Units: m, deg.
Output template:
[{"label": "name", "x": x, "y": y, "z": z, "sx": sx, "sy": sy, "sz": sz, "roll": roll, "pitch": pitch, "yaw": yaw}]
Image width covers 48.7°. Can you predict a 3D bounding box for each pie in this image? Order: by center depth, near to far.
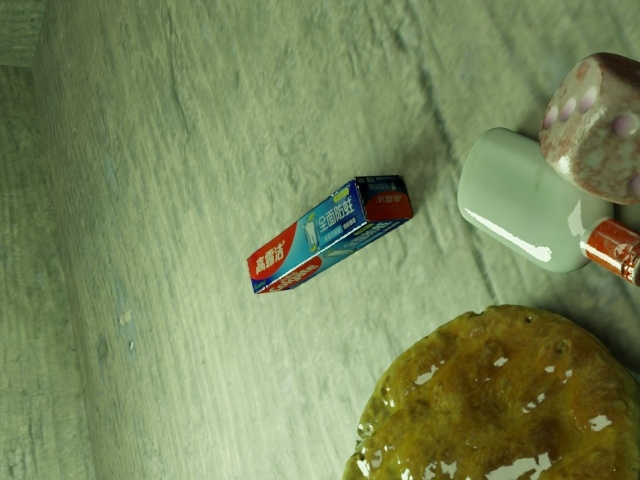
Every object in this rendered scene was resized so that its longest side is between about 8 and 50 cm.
[{"label": "pie", "x": 0.149, "y": 0.211, "z": 0.650, "sx": 0.339, "sy": 0.083, "sz": 0.339, "roll": -35, "pitch": 34, "yaw": 29}]

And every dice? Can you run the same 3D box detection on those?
[{"label": "dice", "x": 0.239, "y": -0.091, "z": 0.571, "sx": 0.093, "sy": 0.094, "sz": 0.091, "roll": -82, "pitch": 11, "yaw": -54}]

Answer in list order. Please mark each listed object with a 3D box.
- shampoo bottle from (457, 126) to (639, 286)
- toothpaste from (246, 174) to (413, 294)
[{"label": "shampoo bottle", "x": 0.220, "y": -0.027, "z": 0.668, "sx": 0.221, "sy": 0.051, "sz": 0.108, "roll": 42, "pitch": 123, "yaw": 49}, {"label": "toothpaste", "x": -0.001, "y": 0.000, "z": 0.991, "sx": 0.320, "sy": 0.076, "sz": 0.066, "roll": -35, "pitch": 65, "yaw": 53}]
